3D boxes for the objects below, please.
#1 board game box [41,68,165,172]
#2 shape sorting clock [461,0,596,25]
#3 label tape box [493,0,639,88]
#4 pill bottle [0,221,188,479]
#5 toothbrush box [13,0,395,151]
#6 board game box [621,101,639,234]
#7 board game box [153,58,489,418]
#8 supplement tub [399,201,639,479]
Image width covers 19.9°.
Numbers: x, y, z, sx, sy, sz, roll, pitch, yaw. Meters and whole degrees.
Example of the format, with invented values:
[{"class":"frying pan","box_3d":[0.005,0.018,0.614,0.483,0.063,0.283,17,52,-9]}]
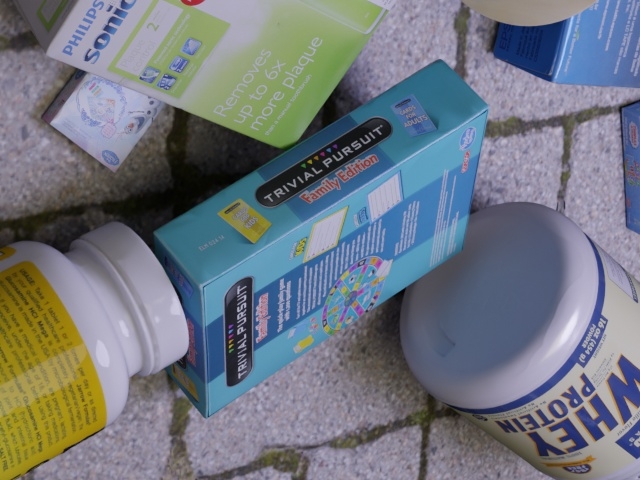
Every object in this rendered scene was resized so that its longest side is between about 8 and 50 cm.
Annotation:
[{"class":"board game box","box_3d":[-0.196,-0.122,1.676,0.090,0.020,0.090,39,84,-41]},{"class":"shape sorting clock","box_3d":[0.207,-0.315,1.804,0.206,0.040,0.206,1,100,8]},{"class":"label tape box","box_3d":[0.362,-0.287,1.955,0.333,0.106,0.241,0,109,-36]},{"class":"pill bottle","box_3d":[-0.292,0.117,1.604,0.334,0.188,0.188,-28,125,-23]},{"class":"toothbrush box","box_3d":[-0.095,-0.227,1.607,0.283,0.122,0.206,21,113,-39]},{"class":"board game box","box_3d":[0.447,-0.114,2.138,0.211,0.039,0.160,-23,123,-23]},{"class":"board game box","box_3d":[0.000,0.000,1.770,0.336,0.079,0.254,-32,154,-21]},{"class":"supplement tub","box_3d":[0.264,0.127,1.986,0.325,0.235,0.235,37,87,-41]}]
